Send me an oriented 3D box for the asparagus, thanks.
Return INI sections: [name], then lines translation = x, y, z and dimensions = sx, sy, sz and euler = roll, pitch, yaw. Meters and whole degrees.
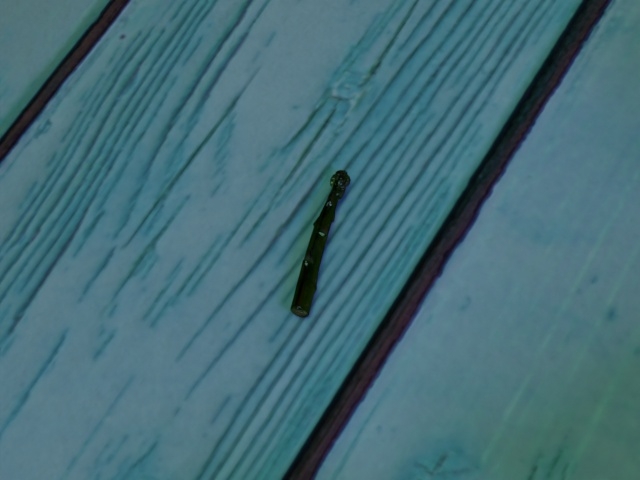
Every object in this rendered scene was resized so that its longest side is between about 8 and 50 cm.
[asparagus]
translation = 0.000, 0.000, 1.068
dimensions = 0.018, 0.015, 0.127
euler = 11, 62, 11
